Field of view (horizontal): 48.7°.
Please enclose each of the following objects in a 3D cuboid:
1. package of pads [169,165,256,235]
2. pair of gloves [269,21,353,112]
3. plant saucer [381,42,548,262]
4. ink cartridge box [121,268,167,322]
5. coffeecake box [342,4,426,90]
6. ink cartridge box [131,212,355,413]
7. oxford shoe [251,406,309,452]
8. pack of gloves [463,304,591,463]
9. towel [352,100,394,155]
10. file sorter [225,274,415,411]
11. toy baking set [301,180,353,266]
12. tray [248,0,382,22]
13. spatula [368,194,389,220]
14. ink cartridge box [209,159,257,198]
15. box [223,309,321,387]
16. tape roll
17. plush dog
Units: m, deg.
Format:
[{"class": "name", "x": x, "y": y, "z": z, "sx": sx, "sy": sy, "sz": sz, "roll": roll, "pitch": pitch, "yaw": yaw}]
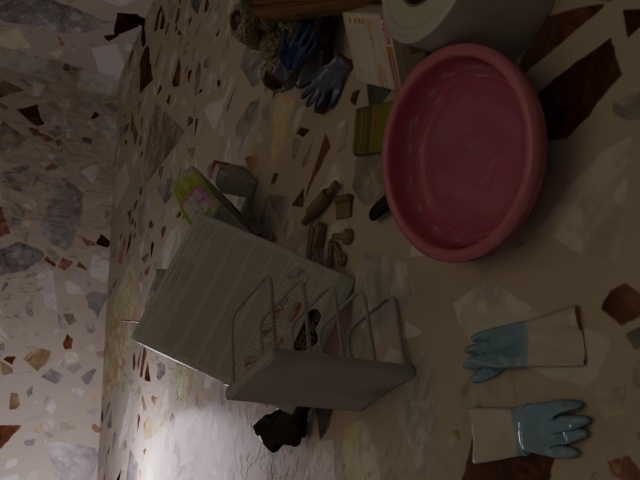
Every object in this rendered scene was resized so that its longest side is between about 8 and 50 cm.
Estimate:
[{"class": "package of pads", "x": -0.278, "y": -0.060, "z": 1.894, "sx": 0.101, "sy": 0.229, "sz": 0.296, "roll": -43, "pitch": 34, "yaw": 0}, {"class": "pair of gloves", "x": -0.025, "y": -0.400, "z": 1.632, "sx": 0.159, "sy": 0.198, "sz": 0.023, "roll": -49, "pitch": -1, "yaw": 30}, {"class": "plant saucer", "x": 0.226, "y": -0.133, "z": 1.101, "sx": 0.332, "sy": 0.084, "sz": 0.333, "roll": 2, "pitch": 93, "yaw": 55}, {"class": "ink cartridge box", "x": -0.308, "y": 0.157, "z": 1.723, "sx": 0.309, "sy": 0.271, "sz": 0.130, "roll": 96, "pitch": 178, "yaw": -79}, {"class": "coffeecake box", "x": 0.125, "y": -0.373, "z": 1.363, "sx": 0.185, "sy": 0.068, "sz": 0.143, "roll": 37, "pitch": 145, "yaw": 59}, {"class": "ink cartridge box", "x": -0.158, "y": 0.150, "z": 1.493, "sx": 0.308, "sy": 0.384, "sz": 0.091, "roll": -64, "pitch": -14, "yaw": -15}, {"class": "oxford shoe", "x": -0.053, "y": 0.385, "z": 1.524, "sx": 0.096, "sy": 0.082, "sz": 0.227, "roll": 55, "pitch": 130, "yaw": 18}, {"class": "pack of gloves", "x": 0.271, "y": 0.208, "z": 0.997, "sx": 0.232, "sy": 0.046, "sz": 0.195, "roll": -31, "pitch": 54, "yaw": 55}, {"class": "towel", "x": 0.135, "y": -0.226, "z": 1.416, "sx": 0.237, "sy": 0.021, "sz": 0.102, "roll": 6, "pitch": 92, "yaw": 61}, {"class": "file sorter", "x": -0.010, "y": 0.187, "z": 1.278, "sx": 0.193, "sy": 0.277, "sz": 0.173, "roll": -47, "pitch": 40, "yaw": 45}, {"class": "toy baking set", "x": 0.000, "y": -0.007, "z": 1.580, "sx": 0.256, "sy": 0.030, "sz": 0.197, "roll": -44, "pitch": 44, "yaw": 48}, {"class": "tray", "x": 0.025, "y": -0.593, "z": 1.523, "sx": 0.410, "sy": 0.076, "sz": 0.203, "roll": 11, "pitch": 84, "yaw": 44}, {"class": "spatula", "x": 0.170, "y": -0.105, "z": 1.291, "sx": 0.296, "sy": 0.030, "sz": 0.084, "roll": -36, "pitch": 53, "yaw": 50}, {"class": "ink cartridge box", "x": -0.250, "y": -0.175, "z": 2.021, "sx": 0.135, "sy": 0.099, "sz": 0.056, "roll": 48, "pitch": 123, "yaw": 57}, {"class": "box", "x": -0.101, "y": 0.240, "z": 1.582, "sx": 0.270, "sy": 0.060, "sz": 0.216, "roll": -17, "pitch": 46, "yaw": 59}, {"class": "tape roll", "x": 0.233, "y": -0.414, "z": 1.135, "sx": 0.246, "sy": 0.169, "sz": 0.246, "roll": -27, "pitch": 59, "yaw": 55}, {"class": "plush dog", "x": -0.060, "y": -0.517, "z": 1.747, "sx": 0.225, "sy": 0.210, "sz": 0.263, "roll": -38, "pitch": 76, "yaw": 33}]
